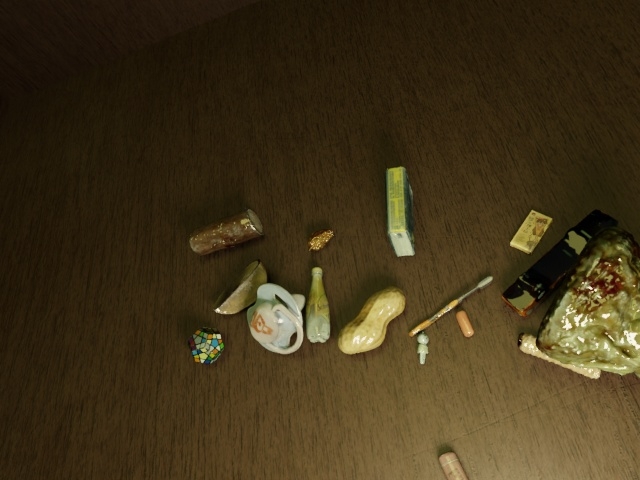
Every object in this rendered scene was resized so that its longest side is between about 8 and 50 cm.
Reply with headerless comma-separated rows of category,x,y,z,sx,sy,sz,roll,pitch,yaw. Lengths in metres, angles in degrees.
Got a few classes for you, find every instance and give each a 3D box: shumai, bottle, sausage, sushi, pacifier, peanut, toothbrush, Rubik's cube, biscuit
shumai,0.771,0.191,1.193,0.348,0.395,0.395,34,78,30
bottle,-0.011,0.214,1.635,0.083,0.083,0.269,-11,56,14
sausage,0.447,0.257,1.471,0.034,0.034,0.083,-21,59,8
sushi,-0.002,-0.003,1.763,0.118,0.061,0.060,-50,32,-3
pacifier,-0.124,0.256,1.612,0.227,0.278,0.207,40,39,13
peanut,0.171,0.260,1.526,0.125,0.111,0.274,38,80,28
toothbrush,0.414,0.210,1.511,0.321,0.031,0.023,-34,55,0
bottle,0.369,0.643,1.276,0.053,0.053,0.140,-27,56,5
Rubik's cube,-0.403,0.369,1.676,0.112,0.133,0.133,-20,53,43
biscuit,0.667,0.323,1.339,0.219,0.055,0.061,18,46,28

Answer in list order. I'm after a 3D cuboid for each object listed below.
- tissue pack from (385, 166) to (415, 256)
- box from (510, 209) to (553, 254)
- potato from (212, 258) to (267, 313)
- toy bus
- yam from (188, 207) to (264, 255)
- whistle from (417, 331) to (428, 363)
tissue pack,0.273,-0.098,1.640,0.081,0.185,0.256,-6,61,16
box,0.688,-0.029,1.547,0.073,0.020,0.149,29,75,31
potato,-0.275,0.180,1.765,0.261,0.100,0.120,-45,17,9
toy bus,0.723,0.070,1.437,0.409,0.092,0.093,-40,54,-4
yam,-0.372,-0.034,1.884,0.280,0.131,0.131,-19,58,11
whistle,0.318,0.333,1.477,0.035,0.035,0.100,-1,64,20
